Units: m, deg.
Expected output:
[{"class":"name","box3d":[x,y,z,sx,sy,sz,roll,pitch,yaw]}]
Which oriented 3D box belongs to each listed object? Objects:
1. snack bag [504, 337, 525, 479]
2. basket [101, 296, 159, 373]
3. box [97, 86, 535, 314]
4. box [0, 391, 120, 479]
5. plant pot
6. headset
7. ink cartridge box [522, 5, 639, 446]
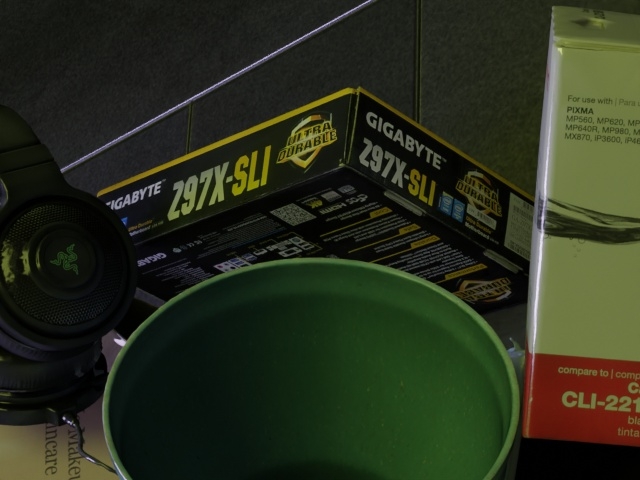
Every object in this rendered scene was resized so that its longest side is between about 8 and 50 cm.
[{"class":"snack bag","box3d":[0.043,0.261,1.551,0.323,0.037,0.343,-16,56,52]},{"class":"basket","box3d":[-0.201,0.187,1.821,0.227,0.154,0.204,-61,26,9]},{"class":"box","box3d":[0.000,0.000,1.605,0.322,0.257,0.079,-19,55,43]},{"class":"box","box3d":[-0.214,0.222,1.651,0.311,0.121,0.148,-12,46,3]},{"class":"plant pot","box3d":[-0.005,0.180,1.402,0.293,0.293,0.196,-115,18,-46]},{"class":"headset","box3d":[-0.205,0.060,1.574,0.394,0.185,0.243,60,150,26]},{"class":"ink cartridge box","box3d":[0.206,-0.016,1.335,0.197,0.114,0.273,-64,-23,-75]}]
